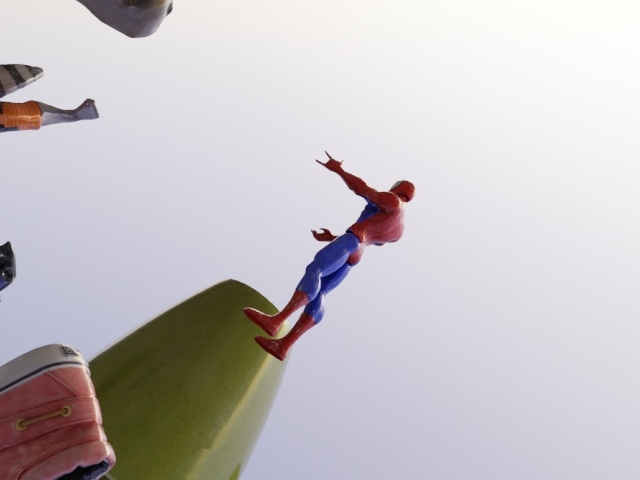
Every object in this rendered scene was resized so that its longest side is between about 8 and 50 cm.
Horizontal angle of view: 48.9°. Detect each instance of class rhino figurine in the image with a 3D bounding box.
[{"bbox_3d":[-0.247,-0.291,0.692,0.243,0.106,0.073,26,169,-36],"label":"rhino figurine"}]

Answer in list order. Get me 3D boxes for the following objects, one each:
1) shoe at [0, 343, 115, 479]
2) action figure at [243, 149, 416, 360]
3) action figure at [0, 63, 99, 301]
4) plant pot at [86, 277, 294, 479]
[{"bbox_3d":[-0.205,0.139,0.408,0.178,0.063,0.081,-32,-119,-1],"label":"shoe"},{"bbox_3d":[0.000,0.000,0.860,0.139,0.091,0.280,34,-117,30],"label":"action figure"},{"bbox_3d":[-0.423,-0.103,0.783,0.330,0.341,0.178,-36,-160,-25],"label":"action figure"},{"bbox_3d":[-0.174,0.197,0.916,0.275,0.275,0.293,20,-124,33],"label":"plant pot"}]
